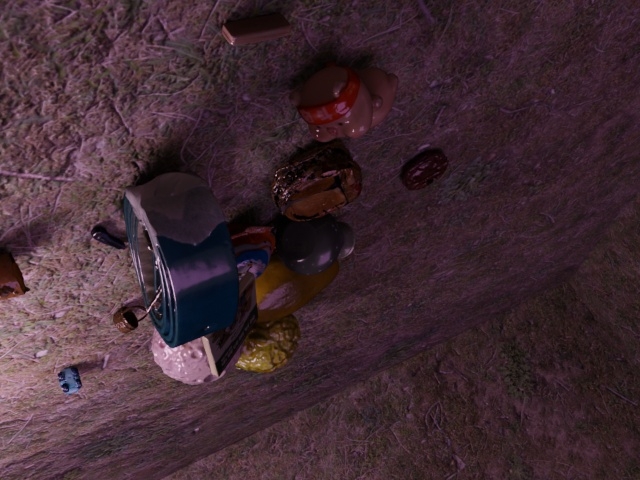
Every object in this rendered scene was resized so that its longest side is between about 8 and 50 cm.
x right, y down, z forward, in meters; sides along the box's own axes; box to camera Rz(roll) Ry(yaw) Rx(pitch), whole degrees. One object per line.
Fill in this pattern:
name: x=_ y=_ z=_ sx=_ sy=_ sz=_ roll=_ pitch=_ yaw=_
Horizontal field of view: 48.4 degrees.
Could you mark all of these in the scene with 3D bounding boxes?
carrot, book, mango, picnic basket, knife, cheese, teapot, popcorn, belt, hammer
carrot: x=-0.725 y=0.099 z=1.412 sx=0.263 sy=0.101 sz=0.102 roll=-16 pitch=152 yaw=-14
book: x=-0.222 y=0.215 z=1.796 sx=0.202 sy=0.027 sz=0.264 roll=-57 pitch=167 yaw=-27
mango: x=-0.100 y=0.115 z=2.029 sx=0.332 sy=0.142 sz=0.195 roll=-33 pitch=138 yaw=-13
picnic basket: x=-0.491 y=0.198 z=1.854 sx=0.083 sy=0.072 sz=0.072 roll=-33 pitch=155 yaw=8
knife: x=-0.463 y=-0.003 z=1.567 sx=0.031 sy=0.018 sz=0.121 roll=-31 pitch=157 yaw=8
cheese: x=-0.233 y=0.065 z=1.807 sx=0.217 sy=0.129 sz=0.329 roll=1 pitch=142 yaw=-46
teapot: x=0.000 y=0.000 z=1.902 sx=0.183 sy=0.183 sz=0.251 roll=-40 pitch=163 yaw=20
popcorn: x=-0.196 y=0.293 z=2.191 sx=0.237 sy=0.205 sz=0.252 roll=-43 pitch=-153 yaw=-27
belt: x=-0.298 y=0.041 z=1.493 sx=0.173 sy=0.300 sz=0.436 roll=-19 pitch=150 yaw=-26
hammer: x=-0.127 y=-0.019 z=1.900 sx=0.036 sy=0.019 sz=0.110 roll=-30 pitch=160 yaw=0

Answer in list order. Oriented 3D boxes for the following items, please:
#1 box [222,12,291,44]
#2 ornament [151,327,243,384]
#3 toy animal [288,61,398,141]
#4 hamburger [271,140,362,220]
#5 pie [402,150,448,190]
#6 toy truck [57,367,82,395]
box: x=-0.110 y=-0.364 z=1.232 sx=0.115 sy=0.048 sz=0.025 roll=-19 pitch=146 yaw=-23
ornament: x=-0.339 y=0.283 z=1.986 sx=0.259 sy=0.225 sz=0.259 roll=-25 pitch=155 yaw=-12
toy animal: x=0.050 y=-0.280 z=1.437 sx=0.198 sy=0.171 sz=0.171 roll=-15 pitch=152 yaw=-43
hamburger: x=-0.010 y=-0.135 z=1.704 sx=0.231 sy=0.106 sz=0.231 roll=-23 pitch=158 yaw=-10
pie: x=0.289 y=-0.196 z=1.986 sx=0.154 sy=0.038 sz=0.153 roll=-23 pitch=151 yaw=-14
toy truck: x=-0.706 y=0.399 z=2.005 sx=0.056 sy=0.073 sz=0.090 roll=-15 pitch=165 yaw=-28
